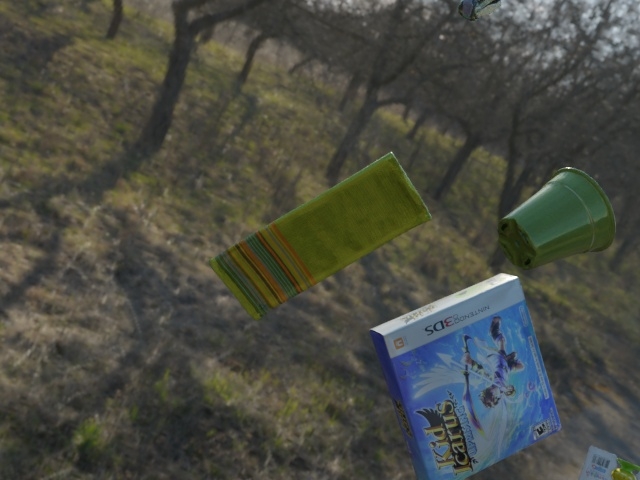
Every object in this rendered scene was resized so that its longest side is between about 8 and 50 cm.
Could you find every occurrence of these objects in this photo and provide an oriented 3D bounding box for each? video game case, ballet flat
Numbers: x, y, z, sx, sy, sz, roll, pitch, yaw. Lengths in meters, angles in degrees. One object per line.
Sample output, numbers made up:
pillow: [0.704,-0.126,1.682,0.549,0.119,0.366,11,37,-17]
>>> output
video game case: [0.231,0.220,1.318,0.244,0.269,0.061,-21,10,-16]
ballet flat: [0.240,-0.334,1.139,0.041,0.114,0.041,53,1,-2]

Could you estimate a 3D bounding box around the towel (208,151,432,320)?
towel: [0.000,0.000,0.934,0.102,0.237,0.021,52,12,-36]

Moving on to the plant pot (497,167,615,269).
plant pot: [0.203,-0.012,0.752,0.079,0.083,0.083,-25,35,-19]

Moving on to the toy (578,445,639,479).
toy: [0.488,0.486,1.430,0.137,0.237,0.056,19,-3,26]
